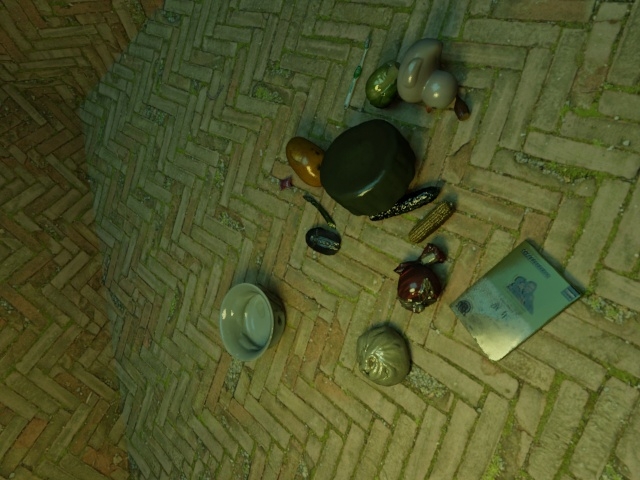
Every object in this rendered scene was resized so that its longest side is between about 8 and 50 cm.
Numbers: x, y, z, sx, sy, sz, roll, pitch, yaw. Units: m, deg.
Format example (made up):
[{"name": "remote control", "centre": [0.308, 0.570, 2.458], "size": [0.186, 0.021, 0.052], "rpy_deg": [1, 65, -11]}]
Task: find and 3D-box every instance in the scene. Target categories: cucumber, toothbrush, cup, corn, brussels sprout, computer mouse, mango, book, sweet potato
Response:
[{"name": "cucumber", "centre": [0.318, -0.139, 1.626], "size": [0.299, 0.072, 0.072], "rpy_deg": [-17, 76, 35]}, {"name": "toothbrush", "centre": [0.156, -0.706, 1.835], "size": [0.030, 0.030, 0.304], "rpy_deg": [28, 105, 35]}, {"name": "cup", "centre": [-0.292, 0.367, 1.977], "size": [0.346, 0.163, 0.348], "rpy_deg": [-4, 84, 37]}, {"name": "corn", "centre": [0.402, -0.065, 1.560], "size": [0.207, 0.068, 0.068], "rpy_deg": [-48, 60, 25]}, {"name": "brussels sprout", "centre": [0.247, -0.593, 1.661], "size": [0.131, 0.145, 0.183], "rpy_deg": [50, 159, 9]}, {"name": "computer mouse", "centre": [0.000, 0.000, 1.857], "size": [0.192, 0.062, 0.106], "rpy_deg": [21, 98, 38]}, {"name": "mango", "centre": [-0.057, -0.351, 1.863], "size": [0.160, 0.191, 0.290], "rpy_deg": [-48, 55, 15]}, {"name": "book", "centre": [0.612, 0.201, 1.397], "size": [0.352, 0.035, 0.239], "rpy_deg": [-49, 58, 23]}, {"name": "sweet potato", "centre": [0.502, -0.481, 1.541], "size": [0.049, 0.049, 0.117], "rpy_deg": [-23, 63, 33]}]

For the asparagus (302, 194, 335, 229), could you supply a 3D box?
[{"name": "asparagus", "centre": [-0.005, -0.133, 1.895], "size": [0.034, 0.027, 0.236], "rpy_deg": [-47, 60, 11]}]

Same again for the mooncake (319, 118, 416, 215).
[{"name": "mooncake", "centre": [0.182, -0.272, 1.635], "size": [0.356, 0.194, 0.357], "rpy_deg": [-18, 56, 30]}]

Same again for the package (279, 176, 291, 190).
[{"name": "package", "centre": [-0.163, -0.265, 2.027], "size": [0.083, 0.029, 0.059], "rpy_deg": [-5, 79, 45]}]

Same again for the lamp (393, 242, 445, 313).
[{"name": "lamp", "centre": [0.352, 0.137, 1.527], "size": [0.215, 0.151, 0.224], "rpy_deg": [-30, 66, 26]}]

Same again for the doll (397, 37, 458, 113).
[{"name": "doll", "centre": [0.396, -0.583, 1.544], "size": [0.221, 0.221, 0.251], "rpy_deg": [32, 131, 34]}]

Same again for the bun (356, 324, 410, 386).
[{"name": "bun", "centre": [0.217, 0.437, 1.610], "size": [0.230, 0.133, 0.232], "rpy_deg": [-2, 87, 36]}]
